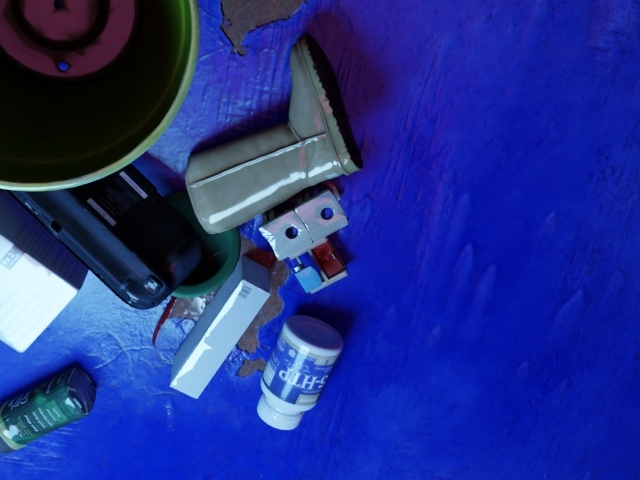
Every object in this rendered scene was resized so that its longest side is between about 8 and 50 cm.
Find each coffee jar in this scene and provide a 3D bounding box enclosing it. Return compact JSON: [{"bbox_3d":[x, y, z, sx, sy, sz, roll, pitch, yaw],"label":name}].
[{"bbox_3d":[-0.497,0.302,1.351,0.185,0.096,0.079,-28,111,6],"label":"coffee jar"}]

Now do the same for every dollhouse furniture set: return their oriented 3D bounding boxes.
[{"bbox_3d":[0.000,0.000,1.246,0.129,0.129,0.183,-28,112,7],"label":"dollhouse furniture set"}]

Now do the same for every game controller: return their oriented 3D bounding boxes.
[{"bbox_3d":[-0.325,-0.046,1.161,0.319,0.166,0.067,45,139,-5],"label":"game controller"}]

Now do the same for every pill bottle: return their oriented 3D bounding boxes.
[{"bbox_3d":[-0.043,0.237,1.358,0.112,0.112,0.186,17,111,-13],"label":"pill bottle"}]

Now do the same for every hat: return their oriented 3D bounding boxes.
[{"bbox_3d":[-0.251,0.039,1.296,0.173,0.183,0.208,45,62,-3],"label":"hat"}]

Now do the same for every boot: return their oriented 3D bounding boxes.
[{"bbox_3d":[-0.094,-0.162,1.181,0.270,0.089,0.236,-20,81,19],"label":"boot"}]

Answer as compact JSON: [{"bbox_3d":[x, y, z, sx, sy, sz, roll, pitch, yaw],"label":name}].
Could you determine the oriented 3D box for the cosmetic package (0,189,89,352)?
[{"bbox_3d":[-0.485,0.043,1.207,0.184,0.151,0.151,40,104,-19],"label":"cosmetic package"}]

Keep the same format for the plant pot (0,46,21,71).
[{"bbox_3d":[-0.541,-0.200,1.114,0.237,0.032,0.236,-2,97,-17],"label":"plant pot"}]

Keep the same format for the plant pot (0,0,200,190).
[{"bbox_3d":[-0.343,-0.285,0.956,0.367,0.353,0.366,-4,111,-10],"label":"plant pot"}]

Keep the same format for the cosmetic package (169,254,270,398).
[{"bbox_3d":[-0.172,0.149,1.315,0.061,0.099,0.239,29,109,-19],"label":"cosmetic package"}]
